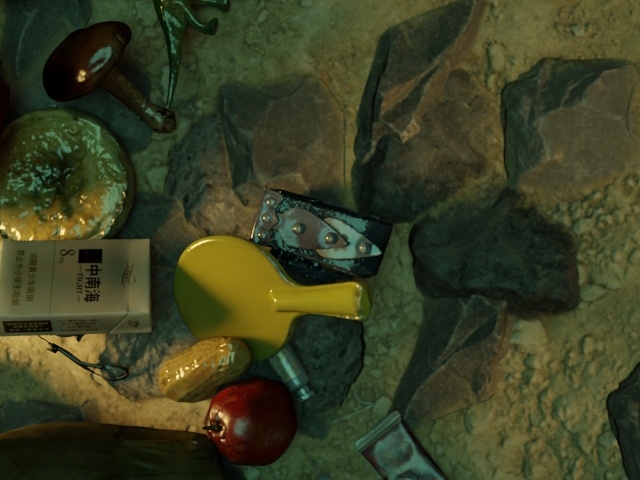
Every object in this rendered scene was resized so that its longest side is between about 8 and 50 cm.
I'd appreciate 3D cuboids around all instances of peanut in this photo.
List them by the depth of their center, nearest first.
[{"bbox_3d":[-0.191,0.215,1.467,0.194,0.083,0.093,-26,103,32],"label":"peanut"}]

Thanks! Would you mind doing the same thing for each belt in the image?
[{"bbox_3d":[0.000,-0.001,1.450,0.218,0.122,0.128,16,94,13],"label":"belt"}]

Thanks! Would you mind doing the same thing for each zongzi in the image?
[{"bbox_3d":[-0.339,0.353,1.363,0.356,0.393,0.174,-4,67,1],"label":"zongzi"}]

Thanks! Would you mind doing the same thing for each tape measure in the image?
[{"bbox_3d":[-0.402,0.160,1.533,0.104,0.107,0.179,-10,130,31],"label":"tape measure"}]

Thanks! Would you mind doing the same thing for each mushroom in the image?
[{"bbox_3d":[-0.341,-0.250,1.484,0.217,0.227,0.148,43,72,-33],"label":"mushroom"}]

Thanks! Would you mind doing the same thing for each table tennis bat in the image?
[{"bbox_3d":[-0.084,0.092,1.431,0.369,0.054,0.224,-3,109,29],"label":"table tennis bat"}]

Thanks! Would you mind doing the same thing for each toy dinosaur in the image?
[{"bbox_3d":[-0.292,-0.459,1.480,0.301,0.087,0.446,17,81,1],"label":"toy dinosaur"}]

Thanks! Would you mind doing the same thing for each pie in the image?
[{"bbox_3d":[-0.452,-0.097,1.523,0.274,0.055,0.274,0,90,5],"label":"pie"}]

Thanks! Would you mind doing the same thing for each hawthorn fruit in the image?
[{"bbox_3d":[-0.122,0.298,1.445,0.148,0.172,0.148,0,90,38],"label":"hawthorn fruit"}]

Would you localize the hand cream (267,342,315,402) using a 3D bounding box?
[{"bbox_3d":[-0.068,0.194,1.498,0.065,0.043,0.170,-34,86,14],"label":"hand cream"}]

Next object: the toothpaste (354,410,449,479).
[{"bbox_3d":[0.173,0.416,1.481,0.096,0.061,0.266,-40,81,5],"label":"toothpaste"}]

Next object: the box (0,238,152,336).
[{"bbox_3d":[-0.398,0.075,1.451,0.243,0.067,0.155,0,54,-9],"label":"box"}]

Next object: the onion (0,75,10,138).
[{"bbox_3d":[-0.721,-0.201,1.365,0.399,0.420,0.398,1,95,11],"label":"onion"}]
